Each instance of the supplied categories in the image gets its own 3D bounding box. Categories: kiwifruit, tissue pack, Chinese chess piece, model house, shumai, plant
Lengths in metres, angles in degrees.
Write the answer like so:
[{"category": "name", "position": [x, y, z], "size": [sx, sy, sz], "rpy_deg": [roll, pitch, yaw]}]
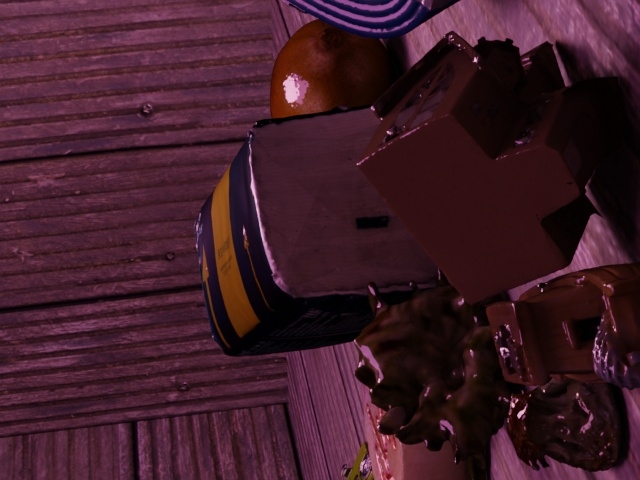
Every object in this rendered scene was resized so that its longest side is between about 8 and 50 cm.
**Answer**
[{"category": "kiwifruit", "position": [0.019, -0.217, 1.963], "size": [0.234, 0.196, 0.196], "rpy_deg": [88, 173, -51]}, {"category": "tissue pack", "position": [0.000, 0.000, 1.784], "size": [0.416, 0.264, 0.253], "rpy_deg": [132, 130, -69]}, {"category": "Chinese chess piece", "position": [0.132, 0.246, 1.770], "size": [0.270, 0.112, 0.270], "rpy_deg": [174, 90, -82]}, {"category": "model house", "position": [0.172, -0.105, 1.110], "size": [0.181, 0.176, 0.248], "rpy_deg": [49, -136, -20]}, {"category": "shumai", "position": [0.205, 0.155, 1.171], "size": [0.124, 0.087, 0.099], "rpy_deg": [170, 93, -84]}, {"category": "plant", "position": [0.128, 0.192, 1.559], "size": [0.333, 0.180, 0.251], "rpy_deg": [88, -177, -57]}]

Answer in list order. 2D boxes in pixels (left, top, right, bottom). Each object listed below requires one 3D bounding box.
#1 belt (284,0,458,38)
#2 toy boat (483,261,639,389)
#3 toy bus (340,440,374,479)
[{"category": "belt", "position": [0.012, -0.356, 1.414], "size": [0.347, 0.117, 0.212], "rpy_deg": [35, 136, 21]}, {"category": "toy boat", "position": [0.193, 0.071, 1.058], "size": [0.321, 0.121, 0.089], "rpy_deg": [147, 108, -82]}, {"category": "toy bus", "position": [0.097, 0.412, 1.928], "size": [0.301, 0.113, 0.139], "rpy_deg": [-107, 41, -72]}]
